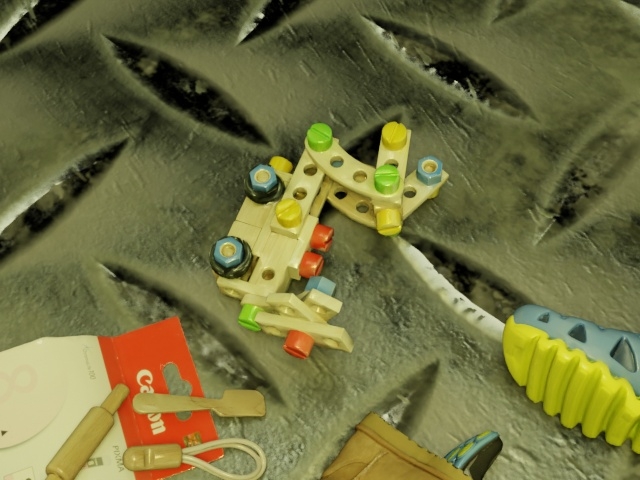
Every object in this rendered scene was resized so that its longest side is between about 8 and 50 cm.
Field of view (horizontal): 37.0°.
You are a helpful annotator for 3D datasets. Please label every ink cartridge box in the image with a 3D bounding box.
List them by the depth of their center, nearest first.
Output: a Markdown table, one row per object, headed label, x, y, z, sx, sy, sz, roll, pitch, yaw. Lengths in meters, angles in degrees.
| label | x | y | z | sx | sy | sz | roll | pitch | yaw |
| --- | --- | --- | --- | --- | --- | --- | --- | --- | --- |
| ink cartridge box | -0.244 | 0.183 | 1.023 | 0.232 | 0.066 | 0.189 | -21 | 60 | -5 |

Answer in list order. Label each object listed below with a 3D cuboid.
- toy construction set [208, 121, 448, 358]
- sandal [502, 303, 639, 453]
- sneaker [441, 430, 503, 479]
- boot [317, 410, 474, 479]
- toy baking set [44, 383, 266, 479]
| label | x | y | z | sx | sy | sz | roll | pitch | yaw |
| --- | --- | --- | --- | --- | --- | --- | --- | --- | --- |
| toy construction set | 0.000 | 0.000 | 1.078 | 0.215 | 0.151 | 0.328 | 17 | 51 | 12 |
| sandal | 0.342 | 0.146 | 0.990 | 0.317 | 0.126 | 0.138 | 27 | 60 | 8 |
| sneaker | 0.138 | 0.276 | 0.954 | 0.078 | 0.067 | 0.188 | 32 | 62 | -4 |
| boot | 0.025 | 0.308 | 0.867 | 0.269 | 0.089 | 0.236 | -45 | 31 | -14 |
| toy baking set | -0.165 | 0.233 | 0.971 | 0.197 | 0.030 | 0.256 | 26 | 47 | 2 |
